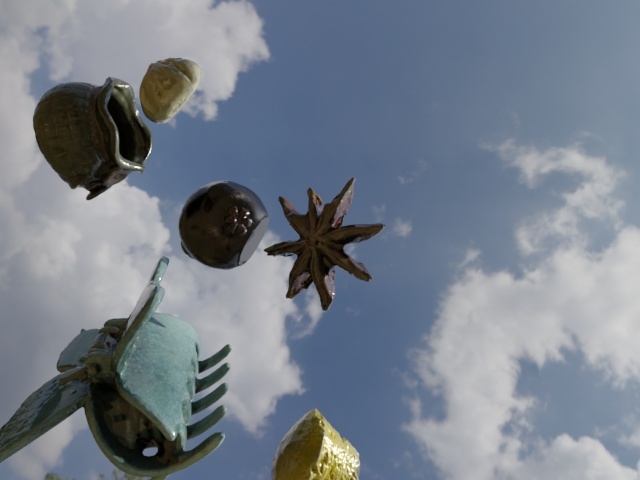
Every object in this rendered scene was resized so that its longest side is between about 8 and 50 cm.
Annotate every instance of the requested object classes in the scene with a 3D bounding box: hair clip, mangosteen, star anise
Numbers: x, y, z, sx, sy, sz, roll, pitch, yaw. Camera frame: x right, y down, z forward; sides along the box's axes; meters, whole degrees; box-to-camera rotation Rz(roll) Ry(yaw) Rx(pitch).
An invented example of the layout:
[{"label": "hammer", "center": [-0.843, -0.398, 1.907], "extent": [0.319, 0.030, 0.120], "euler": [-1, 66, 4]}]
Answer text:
[{"label": "hair clip", "center": [-0.299, 0.230, 0.867], "extent": [0.392, 0.318, 0.238], "euler": [-43, -71, 9]}, {"label": "mangosteen", "center": [-0.290, -0.039, 1.534], "extent": [0.233, 0.287, 0.288], "euler": [23, -69, 3]}, {"label": "star anise", "center": [0.000, -0.001, 1.058], "extent": [0.288, 0.088, 0.288], "euler": [-1, -93, 25]}]

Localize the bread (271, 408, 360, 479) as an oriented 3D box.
[{"label": "bread", "center": [-0.010, 0.471, 1.082], "extent": [0.170, 0.197, 0.197], "euler": [36, -60, -19]}]

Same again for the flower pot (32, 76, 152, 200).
[{"label": "flower pot", "center": [-0.584, -0.267, 1.351], "extent": [0.213, 0.302, 0.302], "euler": [-12, -87, 4]}]

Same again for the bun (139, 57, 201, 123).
[{"label": "bun", "center": [-0.365, -0.369, 1.208], "extent": [0.183, 0.102, 0.183], "euler": [-29, -140, 28]}]
